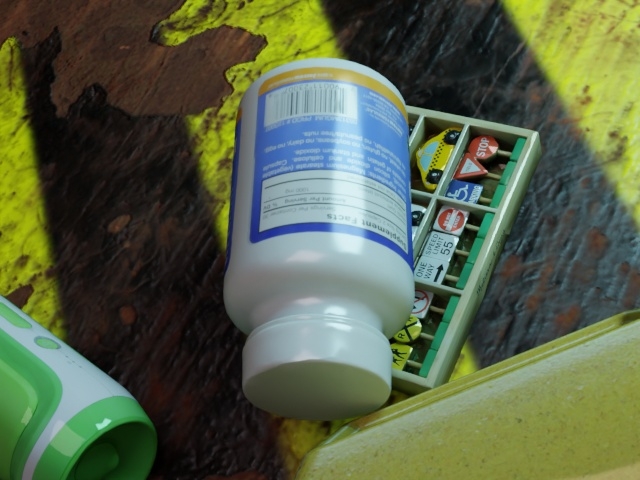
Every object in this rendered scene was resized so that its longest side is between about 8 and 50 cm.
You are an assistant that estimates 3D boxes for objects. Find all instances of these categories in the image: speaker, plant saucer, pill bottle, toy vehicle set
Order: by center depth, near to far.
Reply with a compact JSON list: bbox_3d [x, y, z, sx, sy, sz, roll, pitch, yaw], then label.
[{"bbox_3d":[0.124,0.119,0.669,0.333,0.333,0.081,-23,83,3],"label":"plant saucer"},{"bbox_3d":[0.000,0.000,0.852,0.152,0.152,0.272,-8,57,14],"label":"pill bottle"},{"bbox_3d":[-0.281,0.128,0.925,0.297,0.131,0.131,29,71,31],"label":"speaker"},{"bbox_3d":[0.076,0.000,0.943,0.166,0.035,0.266,14,64,25],"label":"toy vehicle set"}]
